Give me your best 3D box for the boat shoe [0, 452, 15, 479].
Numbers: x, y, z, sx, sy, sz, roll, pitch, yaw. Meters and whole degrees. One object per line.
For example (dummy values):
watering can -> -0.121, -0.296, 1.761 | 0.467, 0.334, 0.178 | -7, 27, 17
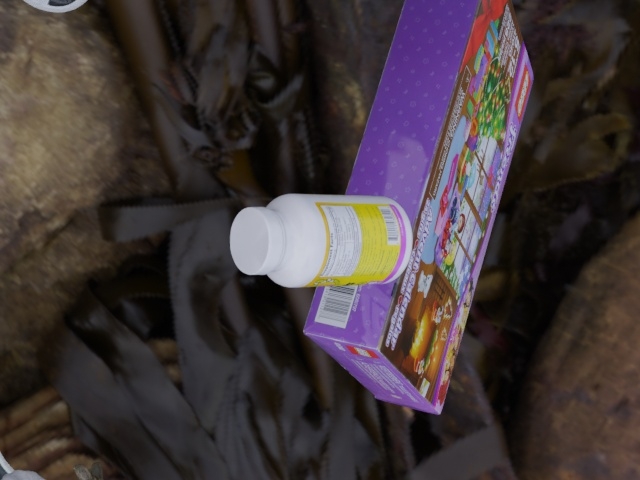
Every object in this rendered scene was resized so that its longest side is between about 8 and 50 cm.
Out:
boat shoe -> -0.356, 0.250, 1.240 | 0.116, 0.099, 0.319 | -6, 117, 13

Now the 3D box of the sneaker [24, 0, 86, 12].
sneaker -> -0.153, -0.270, 0.864 | 0.079, 0.121, 0.217 | 20, 134, -28

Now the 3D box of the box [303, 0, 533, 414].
box -> 0.082, -0.038, 0.920 | 0.201, 0.057, 0.293 | 49, 55, -65

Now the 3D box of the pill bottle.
pill bottle -> 0.000, 0.000, 0.588 | 0.083, 0.043, 0.043 | 0, 105, -40

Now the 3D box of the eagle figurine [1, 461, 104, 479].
eagle figurine -> -0.223, 0.363, 1.146 | 0.226, 0.225, 0.298 | 22, 86, -11
